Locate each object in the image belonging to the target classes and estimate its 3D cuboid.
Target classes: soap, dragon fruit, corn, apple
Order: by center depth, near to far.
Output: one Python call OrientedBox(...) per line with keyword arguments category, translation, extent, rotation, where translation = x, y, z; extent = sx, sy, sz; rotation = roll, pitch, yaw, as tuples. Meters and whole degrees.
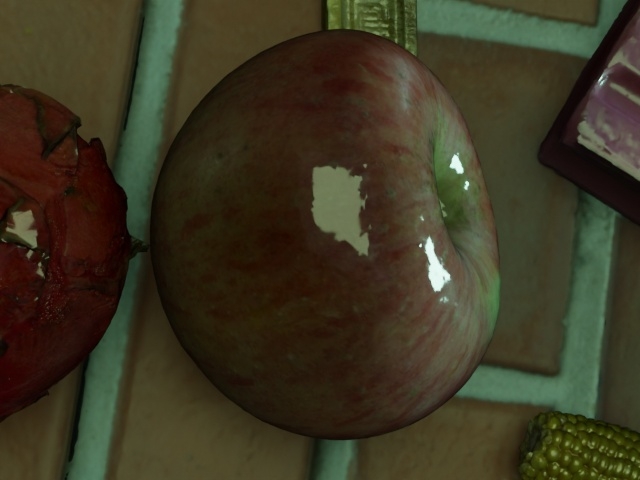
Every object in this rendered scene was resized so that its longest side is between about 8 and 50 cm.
OrientedBox(category="dragon fruit", translation=(-0.311, 0.008, 1.379), extent=(0.295, 0.295, 0.301), rotation=(47, 62, 3))
OrientedBox(category="apple", translation=(0.000, 0.000, 1.414), extent=(0.269, 0.345, 0.345), rotation=(-14, 80, 23))
OrientedBox(category="corn", translation=(0.328, 0.241, 1.518), extent=(0.310, 0.101, 0.101), rotation=(23, 78, 0))
OrientedBox(category="soap", translation=(0.420, -0.088, 1.573), extent=(0.359, 0.128, 0.233), rotation=(32, 79, 0))
OrientedBox(category="soap", translation=(0.048, -0.184, 1.588), extent=(0.092, 0.037, 0.252), rotation=(1, 80, -6))
